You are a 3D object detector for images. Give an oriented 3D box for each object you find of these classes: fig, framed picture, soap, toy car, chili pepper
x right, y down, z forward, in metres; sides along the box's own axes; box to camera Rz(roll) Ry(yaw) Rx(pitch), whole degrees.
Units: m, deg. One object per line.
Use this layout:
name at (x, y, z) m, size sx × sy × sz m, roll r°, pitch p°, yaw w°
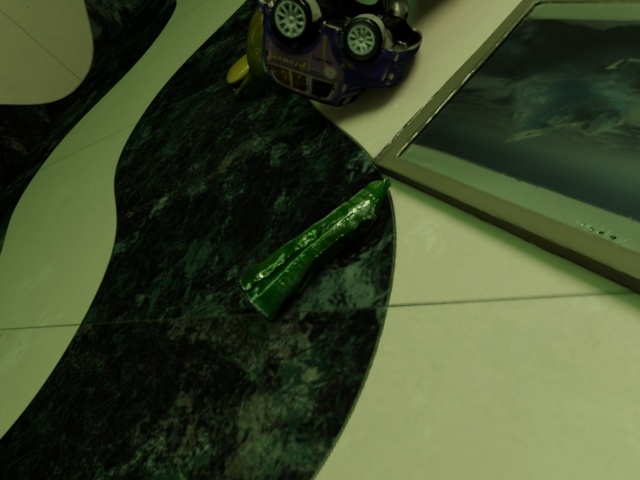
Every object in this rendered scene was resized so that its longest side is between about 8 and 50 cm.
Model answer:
fig at (-0.115, -0.368, 0.998) m, size 0.259 × 0.151 × 0.151 m, roll -23°, pitch 43°, yaw 33°
framed picture at (0.285, -0.133, 0.499) m, size 0.326 × 0.028 × 0.446 m, roll -48°, pitch 37°, yaw -4°
soap at (-0.149, -0.417, 1.159) m, size 0.168 × 0.033 × 0.089 m, roll -33°, pitch 42°, yaw 14°
toy car at (0.028, -0.294, 0.773) m, size 0.235 × 0.158 × 0.172 m, roll 23°, pitch 41°, yaw 11°
chili pepper at (0.000, 0.000, 0.624) m, size 0.227 × 0.059 × 0.088 m, roll -42°, pitch 33°, yaw 1°

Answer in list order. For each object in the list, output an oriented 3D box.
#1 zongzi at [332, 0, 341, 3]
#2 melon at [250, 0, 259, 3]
zongzi at (0.095, -0.551, 0.722) m, size 0.383 × 0.362 × 0.319 m, roll -28°, pitch 11°, yaw -27°
melon at (-0.074, -0.656, 1.248) m, size 0.265 × 0.129 × 0.169 m, roll -52°, pitch 16°, yaw -2°
